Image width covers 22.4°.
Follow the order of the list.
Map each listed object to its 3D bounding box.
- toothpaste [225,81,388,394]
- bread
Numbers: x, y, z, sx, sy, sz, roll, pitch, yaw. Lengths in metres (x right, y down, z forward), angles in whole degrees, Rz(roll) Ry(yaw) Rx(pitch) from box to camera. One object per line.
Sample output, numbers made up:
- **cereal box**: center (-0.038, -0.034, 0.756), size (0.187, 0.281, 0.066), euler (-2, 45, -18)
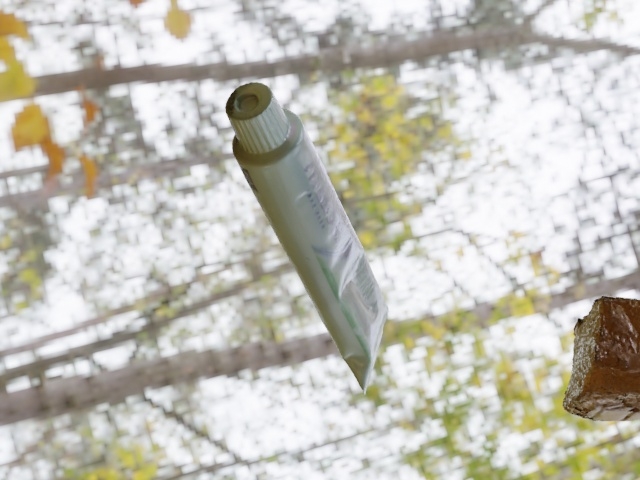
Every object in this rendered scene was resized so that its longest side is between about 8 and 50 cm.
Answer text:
- **toothpaste**: center (0.000, 0.000, 1.101), size (0.048, 0.074, 0.297), euler (2, -35, 23)
- **bread**: center (0.212, 0.087, 1.120), size (0.083, 0.070, 0.076), euler (104, -1, -64)
